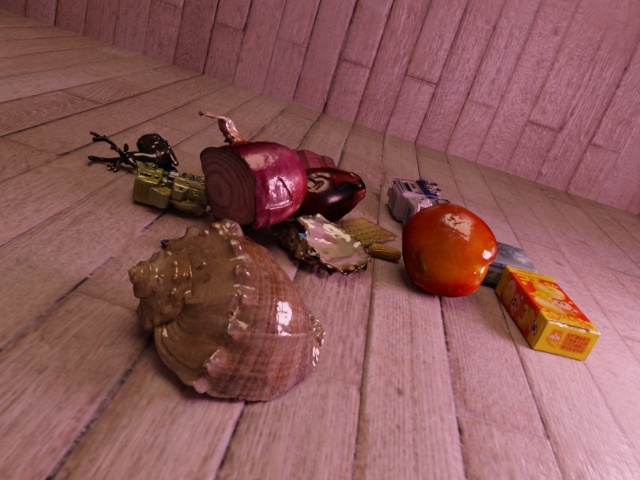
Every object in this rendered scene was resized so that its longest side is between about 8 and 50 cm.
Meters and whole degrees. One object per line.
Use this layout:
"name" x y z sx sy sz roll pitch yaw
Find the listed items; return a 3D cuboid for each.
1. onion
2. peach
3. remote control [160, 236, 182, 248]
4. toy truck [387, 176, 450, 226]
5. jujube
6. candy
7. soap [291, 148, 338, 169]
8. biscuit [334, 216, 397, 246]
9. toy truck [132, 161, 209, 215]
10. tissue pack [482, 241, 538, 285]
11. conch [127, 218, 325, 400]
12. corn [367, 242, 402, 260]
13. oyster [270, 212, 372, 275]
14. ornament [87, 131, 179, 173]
"onion" -0.146 -0.145 1.371 0.256 0.272 0.231 35 35 29
"peach" 0.308 0.026 1.414 0.244 0.243 0.199 28 -20 22
"remote control" -0.302 0.007 1.247 0.039 0.014 0.096 31 25 28
"toy truck" 0.306 -0.109 1.826 0.156 0.124 0.268 8 22 -5
"jujube" 0.019 -0.130 1.575 0.237 0.168 0.168 -18 39 -30
"candy" 0.547 0.170 1.406 0.146 0.087 0.276 13 24 -10
"soap" -0.030 -0.194 1.780 0.182 0.112 0.289 10 24 -17
"biscuit" 0.105 -0.020 1.606 0.139 0.016 0.232 31 26 29
"toy truck" -0.362 -0.115 1.396 0.191 0.085 0.116 15 28 -13
"tissue pack" 0.460 0.054 1.617 0.257 0.081 0.185 15 23 -3
"conch" -0.132 0.104 0.929 0.353 0.209 0.297 6 40 -21
"corn" 0.171 0.031 1.513 0.093 0.037 0.037 16 23 -6
"oyster" -0.002 0.008 1.382 0.260 0.092 0.198 31 24 7
"ornament" -0.536 -0.255 1.589 0.236 0.080 0.202 -2 33 -39
